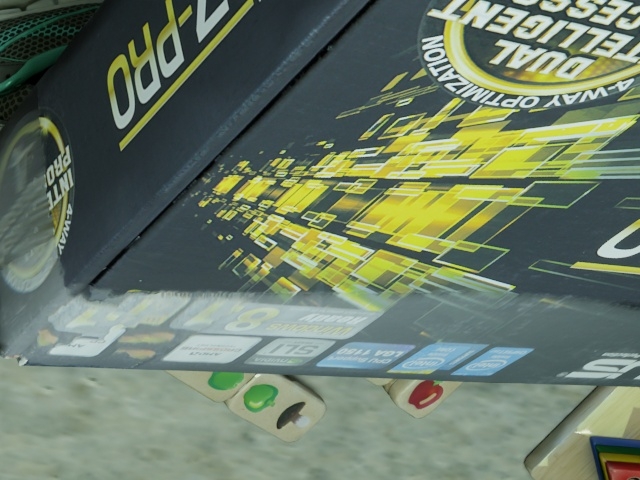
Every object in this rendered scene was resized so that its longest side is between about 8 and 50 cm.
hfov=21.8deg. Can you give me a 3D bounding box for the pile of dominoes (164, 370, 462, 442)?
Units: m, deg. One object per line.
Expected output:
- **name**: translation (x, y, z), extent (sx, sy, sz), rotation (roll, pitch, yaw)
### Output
- **pile of dominoes**: translation (0.000, 0.000, 0.741), extent (0.196, 0.040, 0.251), rotation (-44, 137, 9)

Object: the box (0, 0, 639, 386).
- **box**: translation (0.118, -0.050, 0.607), extent (0.395, 0.097, 0.318), rotation (6, 151, -36)

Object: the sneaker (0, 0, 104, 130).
- **sneaker**: translation (-0.140, -0.063, 0.692), extent (0.166, 0.076, 0.065), rotation (-18, 119, -5)

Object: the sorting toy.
- **sorting toy**: translation (0.197, 0.124, 0.897), extent (0.132, 0.046, 0.274), rotation (38, 103, -28)
